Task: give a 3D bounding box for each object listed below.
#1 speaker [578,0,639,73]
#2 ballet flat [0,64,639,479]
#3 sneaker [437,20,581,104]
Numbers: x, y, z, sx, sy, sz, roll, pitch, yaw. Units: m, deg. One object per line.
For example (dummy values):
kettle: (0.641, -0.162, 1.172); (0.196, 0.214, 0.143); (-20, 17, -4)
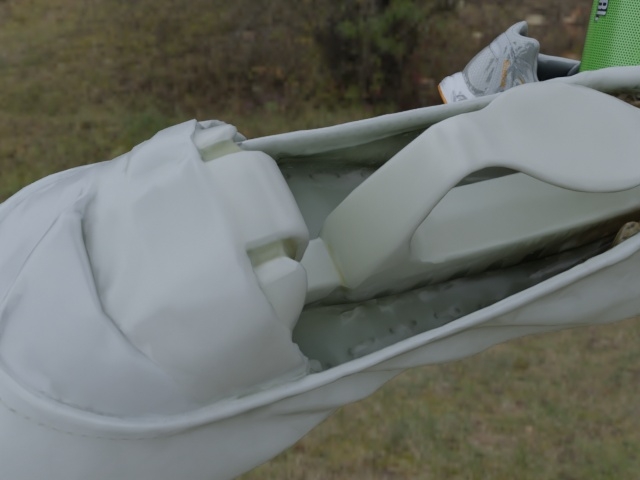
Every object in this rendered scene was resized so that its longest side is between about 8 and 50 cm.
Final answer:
speaker: (0.260, -0.165, 0.937); (0.131, 0.297, 0.131); (9, 10, -2)
ballet flat: (0.000, 0.000, 0.471); (0.400, 0.139, 0.139); (-15, 35, -27)
sneaker: (0.243, -0.102, 1.193); (0.262, 0.121, 0.099); (32, 28, -23)
